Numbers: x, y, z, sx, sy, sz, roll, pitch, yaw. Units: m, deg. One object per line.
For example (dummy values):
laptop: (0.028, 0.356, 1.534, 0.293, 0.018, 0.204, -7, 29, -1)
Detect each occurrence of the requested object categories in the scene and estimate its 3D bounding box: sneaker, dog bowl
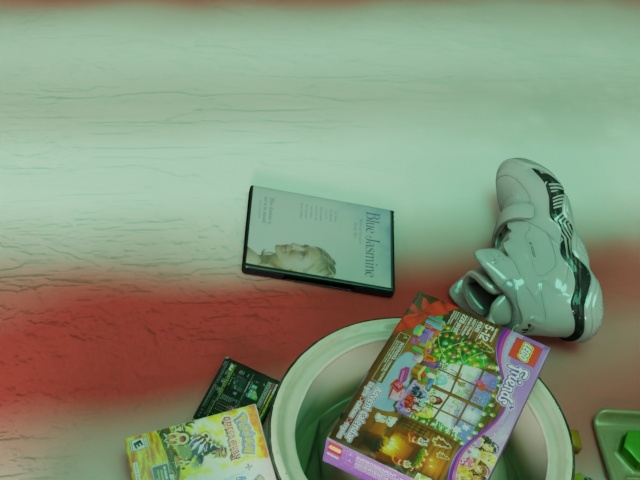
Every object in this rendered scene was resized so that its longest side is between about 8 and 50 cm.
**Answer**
sneaker: (0.317, 0.009, 1.881, 0.210, 0.137, 0.365, -1, 55, -22)
dog bowl: (0.128, 0.304, 1.536, 0.408, 0.150, 0.408, 4, 46, -4)

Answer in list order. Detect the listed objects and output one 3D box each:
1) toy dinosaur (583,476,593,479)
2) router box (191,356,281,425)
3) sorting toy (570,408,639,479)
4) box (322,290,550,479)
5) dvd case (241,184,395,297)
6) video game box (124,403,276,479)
toy dinosaur: (0.327, 0.426, 1.470, 0.164, 0.218, 0.322, 19, 4, 19)
router box: (-0.121, 0.238, 1.620, 0.092, 0.038, 0.122, 24, 48, 4)
sorting toy: (0.493, 0.356, 1.707, 0.307, 0.041, 0.229, 5, 50, -13)
box: (0.158, 0.212, 1.484, 0.201, 0.057, 0.293, 24, 47, 14)
dvd case: (0.000, 0.000, 1.870, 0.253, 0.022, 0.180, 10, 49, -9)
video game box: (-0.149, 0.335, 1.491, 0.187, 0.048, 0.205, -13, 56, -9)
